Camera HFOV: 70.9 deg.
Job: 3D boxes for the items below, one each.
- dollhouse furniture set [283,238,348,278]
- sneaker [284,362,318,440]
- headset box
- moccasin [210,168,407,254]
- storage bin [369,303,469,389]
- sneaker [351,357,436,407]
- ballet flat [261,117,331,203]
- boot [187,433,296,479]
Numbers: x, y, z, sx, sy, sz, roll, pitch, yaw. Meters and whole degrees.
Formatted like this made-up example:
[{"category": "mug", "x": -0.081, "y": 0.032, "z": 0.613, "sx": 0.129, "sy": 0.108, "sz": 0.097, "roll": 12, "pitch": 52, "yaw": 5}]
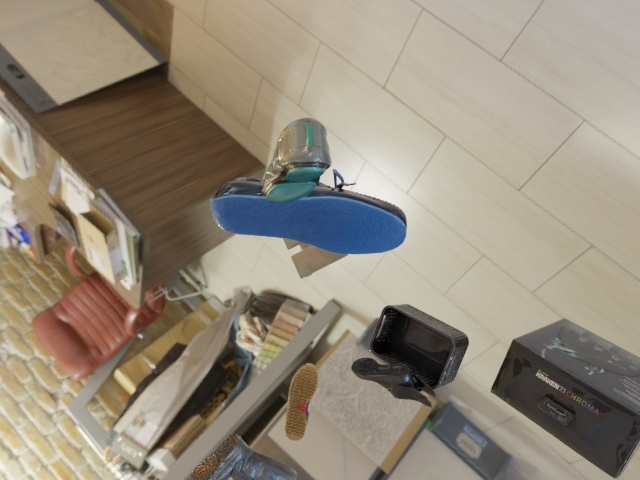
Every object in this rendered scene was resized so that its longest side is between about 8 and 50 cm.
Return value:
[{"category": "dollhouse furniture set", "x": 0.000, "y": 0.000, "z": 1.088, "sx": 0.123, "sy": 0.151, "sz": 0.144, "roll": -27, "pitch": 79, "yaw": 14}, {"category": "sneaker", "x": -0.052, "y": 0.398, "z": 1.130, "sx": 0.070, "sy": 0.185, "sz": 0.084, "roll": 16, "pitch": 172, "yaw": -2}, {"category": "headset box", "x": 0.518, "y": 0.288, "z": 0.881, "sx": 0.246, "sy": 0.283, "sz": 0.131, "roll": 32, "pitch": 115, "yaw": 41}, {"category": "moccasin", "x": -0.016, "y": -0.069, "z": 0.790, "sx": 0.342, "sy": 0.116, "sz": 0.137, "roll": 12, "pitch": 130, "yaw": 0}, {"category": "storage bin", "x": 0.214, "y": 0.227, "z": 0.986, "sx": 0.180, "sy": 0.084, "sz": 0.122, "roll": 25, "pitch": 101, "yaw": 36}, {"category": "sneaker", "x": 0.150, "y": 0.299, "z": 0.948, "sx": 0.170, "sy": 0.051, "sz": 0.089, "roll": -5, "pitch": 125, "yaw": 40}, {"category": "ballet flat", "x": -0.032, "y": -0.098, "z": 0.571, "sx": 0.213, "sy": 0.072, "sz": 0.068, "roll": 157, "pitch": 109, "yaw": -74}, {"category": "boot", "x": -0.186, "y": 0.577, "z": 1.073, "sx": 0.208, "sy": 0.190, "sz": 0.076, "roll": 49, "pitch": 177, "yaw": -29}]
